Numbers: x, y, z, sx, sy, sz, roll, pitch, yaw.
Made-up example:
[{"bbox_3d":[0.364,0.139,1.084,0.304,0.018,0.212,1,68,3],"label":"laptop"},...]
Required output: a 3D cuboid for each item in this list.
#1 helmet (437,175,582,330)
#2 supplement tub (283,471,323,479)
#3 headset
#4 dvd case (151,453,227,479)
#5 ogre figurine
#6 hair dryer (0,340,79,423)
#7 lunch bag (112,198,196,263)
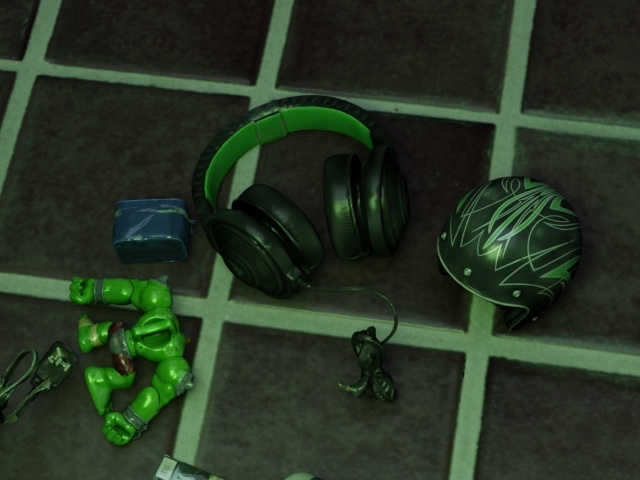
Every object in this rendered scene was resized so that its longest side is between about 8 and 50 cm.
[{"bbox_3d":[0.213,0.008,1.706,0.169,0.161,0.169,-2,63,3],"label":"helmet"},{"bbox_3d":[0.026,0.344,1.556,0.200,0.144,0.144,28,68,17],"label":"supplement tub"},{"bbox_3d":[0.000,0.000,1.764,0.243,0.185,0.394,-22,48,-3],"label":"headset"},{"bbox_3d":[-0.137,0.296,1.665,0.119,0.013,0.087,20,66,12],"label":"dvd case"},{"bbox_3d":[-0.210,0.123,1.714,0.118,0.097,0.197,-19,51,7],"label":"ogre figurine"},{"bbox_3d":[-0.401,0.198,1.617,0.293,0.223,0.080,-42,84,4],"label":"hair dryer"},{"bbox_3d":[-0.197,-0.016,1.798,0.098,0.067,0.065,-2,63,1],"label":"lunch bag"}]
